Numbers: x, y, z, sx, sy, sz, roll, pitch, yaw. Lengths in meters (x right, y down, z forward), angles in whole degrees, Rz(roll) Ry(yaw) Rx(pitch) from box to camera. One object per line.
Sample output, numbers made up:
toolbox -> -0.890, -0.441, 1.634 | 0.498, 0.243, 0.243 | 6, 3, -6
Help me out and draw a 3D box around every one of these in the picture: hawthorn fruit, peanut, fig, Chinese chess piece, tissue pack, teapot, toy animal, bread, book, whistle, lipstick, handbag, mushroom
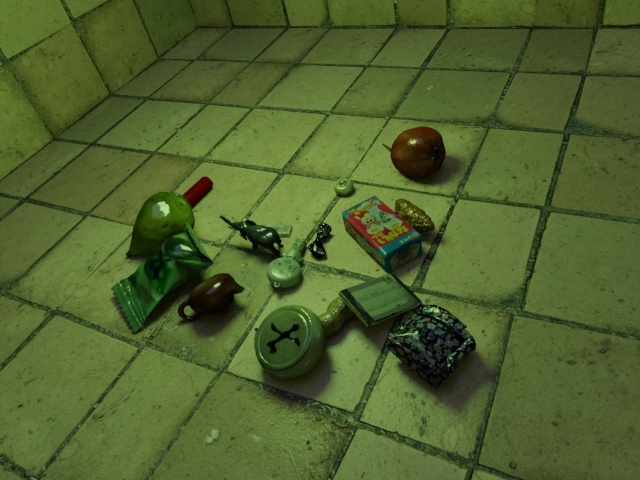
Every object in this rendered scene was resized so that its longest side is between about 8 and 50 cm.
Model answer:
hawthorn fruit -> 0.376, -0.367, 2.181 | 0.262, 0.210, 0.210 | 17, 51, 41
peanut -> 0.045, 0.243, 1.716 | 0.193, 0.089, 0.089 | -38, 47, -24
fig -> -0.644, -0.041, 2.167 | 0.233, 0.314, 0.233 | 20, 18, -7
Chinese chess piece -> -0.097, 0.311, 1.631 | 0.238, 0.092, 0.237 | -15, 56, 24
tissue pack -> -0.169, -0.040, 2.120 | 0.108, 0.023, 0.056 | -2, 45, 15
teapot -> -0.383, 0.211, 1.854 | 0.252, 0.135, 0.178 | -32, 7, 9
toy animal -> -0.255, -0.025, 2.040 | 0.270, 0.137, 0.082 | 21, 72, 23
bread -> 0.331, -0.084, 1.964 | 0.076, 0.104, 0.233 | -21, 36, -15
book -> 0.193, 0.188, 1.713 | 0.231, 0.026, 0.157 | -16, 45, -32
whistle -> -0.114, 0.086, 1.943 | 0.126, 0.067, 0.258 | 15, 45, 12
lipstick -> -0.586, -0.180, 2.357 | 0.073, 0.073, 0.279 | 15, 49, 29
handbag -> 0.323, 0.293, 1.548 | 0.208, 0.126, 0.229 | -33, 44, -27
mushroom -> 0.096, -0.226, 2.210 | 0.084, 0.067, 0.083 | -11, 48, 12

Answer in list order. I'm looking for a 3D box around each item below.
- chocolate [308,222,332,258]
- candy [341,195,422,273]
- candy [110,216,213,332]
chocolate -> -0.003, 0.000, 2.003 | 0.072, 0.070, 0.147 | -3, 39, 20
candy -> 0.222, -0.028, 1.942 | 0.157, 0.100, 0.306 | -27, 43, -15
candy -> -0.591, 0.127, 1.971 | 0.398, 0.172, 0.263 | -40, 42, -8
